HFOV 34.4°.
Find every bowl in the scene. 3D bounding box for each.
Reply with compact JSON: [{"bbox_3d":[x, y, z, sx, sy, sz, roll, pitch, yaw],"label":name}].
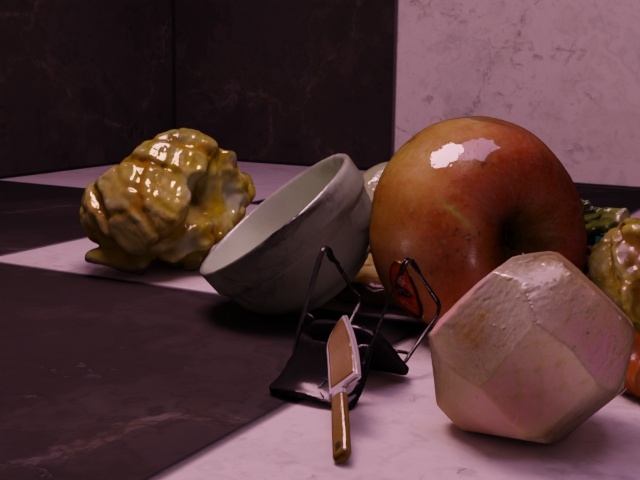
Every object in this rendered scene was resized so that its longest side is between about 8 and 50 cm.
[{"bbox_3d":[-0.034,0.008,1.696,0.307,0.163,0.307,-36,16,12],"label":"bowl"}]

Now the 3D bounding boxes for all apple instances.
[{"bbox_3d":[0.224,-0.019,1.590,0.339,0.338,0.305,-5,8,-29],"label":"apple"}]

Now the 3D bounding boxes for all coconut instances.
[{"bbox_3d":[0.233,0.129,1.175,0.197,0.237,0.237,44,17,4],"label":"coconut"}]

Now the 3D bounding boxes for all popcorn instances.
[{"bbox_3d":[-0.318,-0.074,2.038,0.292,0.293,0.334,8,-3,30],"label":"popcorn"},{"bbox_3d":[0.512,0.063,1.517,0.242,0.235,0.250,7,-29,-28],"label":"popcorn"}]

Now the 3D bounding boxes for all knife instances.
[{"bbox_3d":[0.030,0.163,1.186,0.022,0.046,0.256,41,21,-20],"label":"knife"}]

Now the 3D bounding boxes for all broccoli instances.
[{"bbox_3d":[0.429,-0.027,1.687,0.122,0.118,0.204,16,-13,-25],"label":"broccoli"}]

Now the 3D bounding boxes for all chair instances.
[{"bbox_3d":[0.045,0.138,1.356,0.140,0.221,0.145,6,-31,32],"label":"chair"}]

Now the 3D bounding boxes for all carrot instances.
[{"bbox_3d":[0.392,0.150,1.359,0.087,0.087,0.193,0,13,-4],"label":"carrot"}]

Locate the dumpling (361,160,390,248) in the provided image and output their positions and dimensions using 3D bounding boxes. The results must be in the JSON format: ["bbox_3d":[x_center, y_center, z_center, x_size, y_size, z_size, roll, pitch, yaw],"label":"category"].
[{"bbox_3d":[0.168,-0.068,2.046,0.321,0.270,0.211,-28,56,1],"label":"dumpling"}]

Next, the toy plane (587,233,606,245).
[{"bbox_3d":[0.504,0.007,1.979,0.382,0.106,0.155,12,-15,-3],"label":"toy plane"}]

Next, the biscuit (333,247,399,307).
[{"bbox_3d":[0.123,0.062,1.864,0.335,0.078,0.329,2,13,10],"label":"biscuit"}]

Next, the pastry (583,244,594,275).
[{"bbox_3d":[0.495,0.065,1.753,0.097,0.115,0.208,-47,34,-20],"label":"pastry"}]
